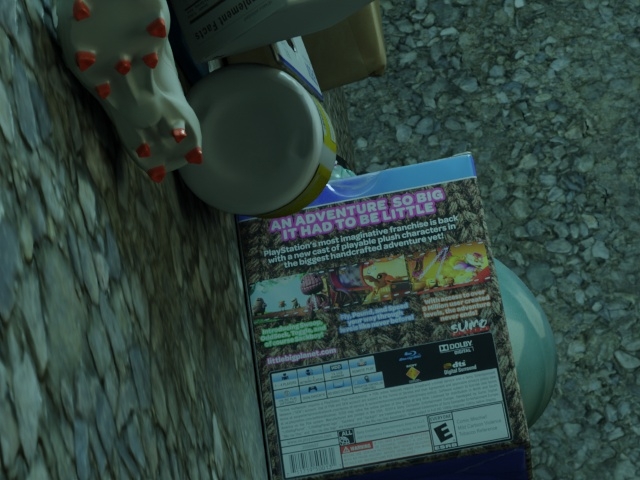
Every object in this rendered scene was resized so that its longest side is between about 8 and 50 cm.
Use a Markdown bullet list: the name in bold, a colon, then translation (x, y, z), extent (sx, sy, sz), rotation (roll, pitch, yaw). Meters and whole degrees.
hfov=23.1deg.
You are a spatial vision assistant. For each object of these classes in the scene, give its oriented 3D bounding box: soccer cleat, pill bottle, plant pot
- **soccer cleat**: translation (-0.120, -0.114, 0.949), extent (0.196, 0.068, 0.076), rotation (74, -8, -55)
- **pill bottle**: translation (-0.048, -0.077, 1.293), extent (0.208, 0.119, 0.119), rotation (9, 70, -85)
- **plant pot**: translation (0.115, 0.168, 1.883), extent (0.196, 0.293, 0.293), rotation (-41, 124, -54)

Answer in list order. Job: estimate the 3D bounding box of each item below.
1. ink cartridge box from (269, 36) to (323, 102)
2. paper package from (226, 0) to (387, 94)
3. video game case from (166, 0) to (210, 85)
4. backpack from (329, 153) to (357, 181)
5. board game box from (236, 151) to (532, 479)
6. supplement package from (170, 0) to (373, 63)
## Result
- **ink cartridge box**: translation (-0.088, -0.268, 1.326), extent (0.303, 0.072, 0.307), rotation (11, 63, -83)
- **paper package**: translation (-0.041, -0.351, 1.683), extent (0.309, 0.168, 0.324), rotation (-90, 167, -67)
- **video game case**: translation (-0.123, -0.223, 1.361), extent (0.119, 0.015, 0.166), rotation (64, 16, -72)
- **backpack**: translation (0.000, 0.000, 1.682), extent (0.182, 0.115, 0.152), rotation (-91, 172, -49)
- **board game box**: translation (0.059, 0.092, 1.478), extent (0.141, 0.232, 0.291), rotation (70, 11, -66)
- **supplement package**: translation (-0.050, -0.270, 1.108), extent (0.139, 0.134, 0.244), rotation (-20, -89, 56)
